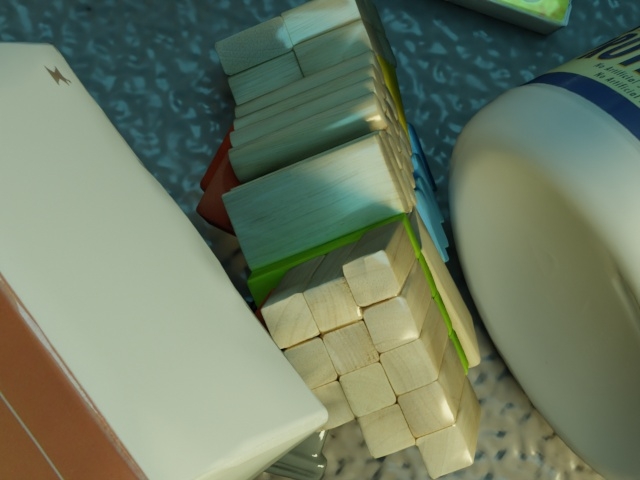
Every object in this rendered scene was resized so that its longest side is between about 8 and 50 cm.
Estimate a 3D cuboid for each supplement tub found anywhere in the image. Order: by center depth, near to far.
[{"bbox_3d":[0.259,-0.029,1.005,0.325,0.235,0.235,-27,79,-19],"label":"supplement tub"}]

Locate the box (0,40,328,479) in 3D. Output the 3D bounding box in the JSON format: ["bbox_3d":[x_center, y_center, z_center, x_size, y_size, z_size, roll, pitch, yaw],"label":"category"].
[{"bbox_3d":[-0.208,0.103,0.808,0.345,0.168,0.215,-41,81,20],"label":"box"}]

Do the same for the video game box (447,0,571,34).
[{"bbox_3d":[0.075,-0.243,1.119,0.205,0.048,0.187,19,83,-4],"label":"video game box"}]

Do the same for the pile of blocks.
[{"bbox_3d":[0.000,0.000,0.970,0.113,0.149,0.362,-21,33,11],"label":"pile of blocks"}]

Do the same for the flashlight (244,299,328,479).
[{"bbox_3d":[-0.138,0.054,0.972,0.304,0.103,0.103,18,95,-6],"label":"flashlight"}]
